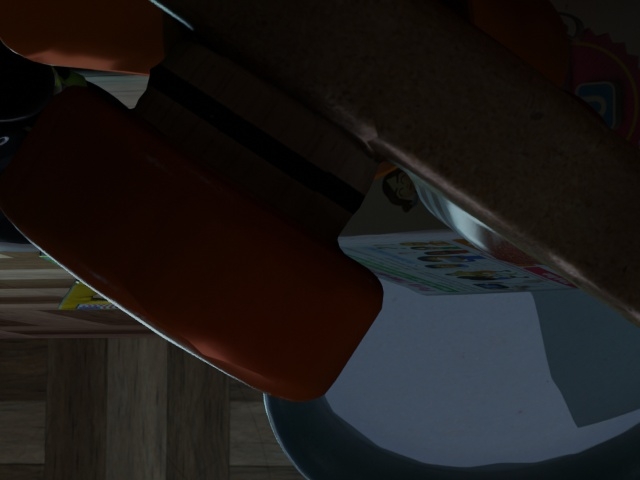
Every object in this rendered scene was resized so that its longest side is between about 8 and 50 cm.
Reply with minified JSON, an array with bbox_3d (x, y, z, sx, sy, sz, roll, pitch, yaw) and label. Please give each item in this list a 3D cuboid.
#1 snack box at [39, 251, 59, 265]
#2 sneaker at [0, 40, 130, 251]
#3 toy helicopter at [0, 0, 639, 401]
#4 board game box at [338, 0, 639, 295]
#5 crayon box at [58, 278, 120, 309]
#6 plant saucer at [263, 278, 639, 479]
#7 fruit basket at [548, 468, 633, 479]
[{"bbox_3d":[-0.135,0.001,1.281,0.141,0.037,0.100,0,173,2],"label":"snack box"},{"bbox_3d":[-0.135,-0.044,0.681,0.097,0.084,0.235,-6,171,35],"label":"sneaker"},{"bbox_3d":[0.047,-0.021,0.484,0.355,0.140,0.235,31,-178,-36],"label":"toy helicopter"},{"bbox_3d":[0.148,-0.037,0.693,0.303,0.097,0.224,-4,171,22],"label":"board game box"},{"bbox_3d":[0.000,0.000,1.072,0.323,0.083,0.203,1,173,-12],"label":"crayon box"},{"bbox_3d":[0.122,0.055,0.985,0.318,0.043,0.317,-5,131,-6],"label":"plant saucer"},{"bbox_3d":[0.197,0.246,1.243,0.283,0.392,0.392,-9,172,7],"label":"fruit basket"}]
